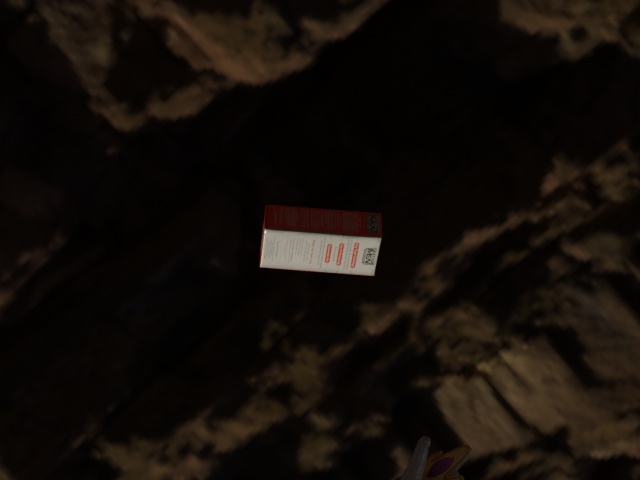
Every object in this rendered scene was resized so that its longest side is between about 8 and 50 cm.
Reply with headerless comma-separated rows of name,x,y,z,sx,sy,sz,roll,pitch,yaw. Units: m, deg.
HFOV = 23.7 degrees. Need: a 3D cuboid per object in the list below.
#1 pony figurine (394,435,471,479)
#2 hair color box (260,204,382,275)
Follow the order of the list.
pony figurine,0.016,0.375,1.399,0.363,0.351,0.303,-28,-147,-12
hair color box,0.000,0.000,1.842,0.072,0.141,0.043,100,-6,-46
